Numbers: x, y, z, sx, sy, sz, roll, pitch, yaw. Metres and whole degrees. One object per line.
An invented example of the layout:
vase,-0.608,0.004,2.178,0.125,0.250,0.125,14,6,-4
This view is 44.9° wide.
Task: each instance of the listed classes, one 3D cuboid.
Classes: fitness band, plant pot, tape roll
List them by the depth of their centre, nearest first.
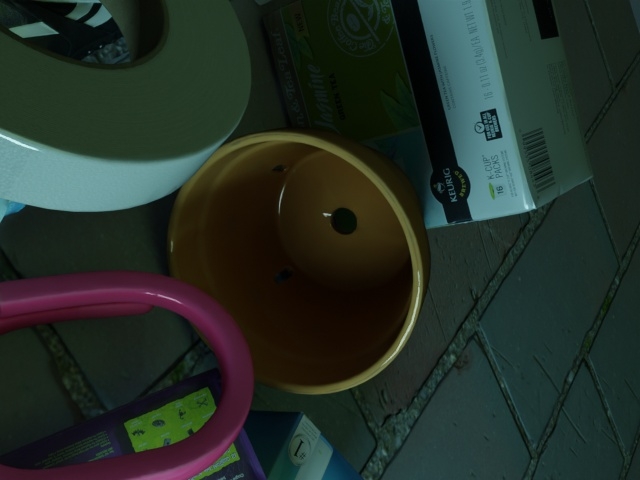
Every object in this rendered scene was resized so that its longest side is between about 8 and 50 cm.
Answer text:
tape roll,-0.236,-0.204,0.649,0.392,0.072,0.392,26,44,-28
fitness band,-0.200,0.125,0.685,0.290,0.054,0.209,-5,55,-27
plant pot,0.000,0.000,0.895,0.203,0.290,0.291,-40,114,-62

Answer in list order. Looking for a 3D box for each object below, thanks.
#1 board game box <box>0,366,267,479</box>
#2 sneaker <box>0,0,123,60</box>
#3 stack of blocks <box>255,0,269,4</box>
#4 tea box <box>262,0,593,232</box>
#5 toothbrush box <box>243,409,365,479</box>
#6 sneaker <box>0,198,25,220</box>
board game box,-0.200,0.268,0.668,0.346,0.056,0.208,-18,73,-35
sneaker,-0.256,-0.188,0.780,0.216,0.079,0.121,-14,104,-49
stack of blocks,-0.120,-0.466,0.966,0.297,0.087,0.171,39,55,-38
tea box,0.142,-0.193,1.035,0.220,0.323,0.329,-23,100,-49
toothbrush box,-0.066,0.368,0.847,0.216,0.126,0.296,53,49,-27
sneaker,-0.326,-0.018,0.581,0.208,0.127,0.319,34,43,-42
